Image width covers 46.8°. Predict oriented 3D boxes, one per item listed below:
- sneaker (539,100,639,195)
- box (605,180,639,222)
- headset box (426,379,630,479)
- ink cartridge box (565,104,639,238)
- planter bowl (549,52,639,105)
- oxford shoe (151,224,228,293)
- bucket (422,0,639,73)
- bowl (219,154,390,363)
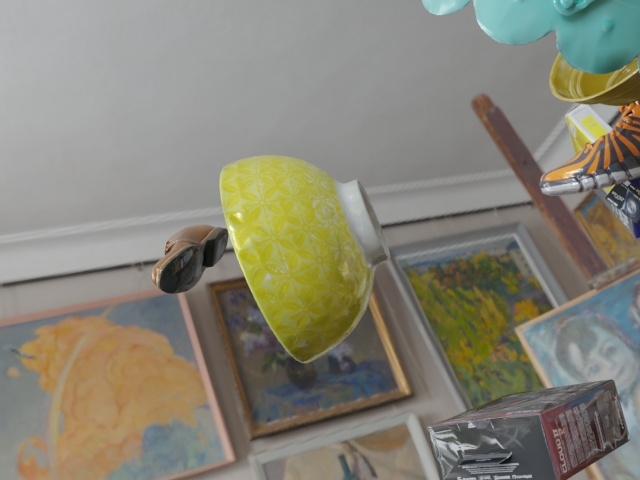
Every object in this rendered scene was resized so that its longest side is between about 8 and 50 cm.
[{"bbox_3d":[0.551,-0.199,1.370,0.321,0.180,0.124,-17,-4,15],"label":"sneaker"},{"bbox_3d":[0.639,-0.084,1.527,0.018,0.083,0.067,-38,-18,-25],"label":"box"},{"bbox_3d":[0.335,0.320,1.213,0.293,0.110,0.218,-4,-12,-46],"label":"headset box"},{"bbox_3d":[0.694,-0.129,1.699,0.072,0.307,0.303,-32,-34,7],"label":"ink cartridge box"},{"bbox_3d":[0.481,-0.281,1.171,0.090,0.217,0.217,37,-58,-24],"label":"planter bowl"},{"bbox_3d":[-0.221,0.026,1.170,0.212,0.076,0.076,-47,-29,-67],"label":"oxford shoe"},{"bbox_3d":[0.207,-0.245,0.559,0.281,0.281,0.183,-2,-56,-33],"label":"bucket"},{"bbox_3d":[0.000,0.000,0.982,0.156,0.290,0.289,-23,-27,9],"label":"bowl"}]
